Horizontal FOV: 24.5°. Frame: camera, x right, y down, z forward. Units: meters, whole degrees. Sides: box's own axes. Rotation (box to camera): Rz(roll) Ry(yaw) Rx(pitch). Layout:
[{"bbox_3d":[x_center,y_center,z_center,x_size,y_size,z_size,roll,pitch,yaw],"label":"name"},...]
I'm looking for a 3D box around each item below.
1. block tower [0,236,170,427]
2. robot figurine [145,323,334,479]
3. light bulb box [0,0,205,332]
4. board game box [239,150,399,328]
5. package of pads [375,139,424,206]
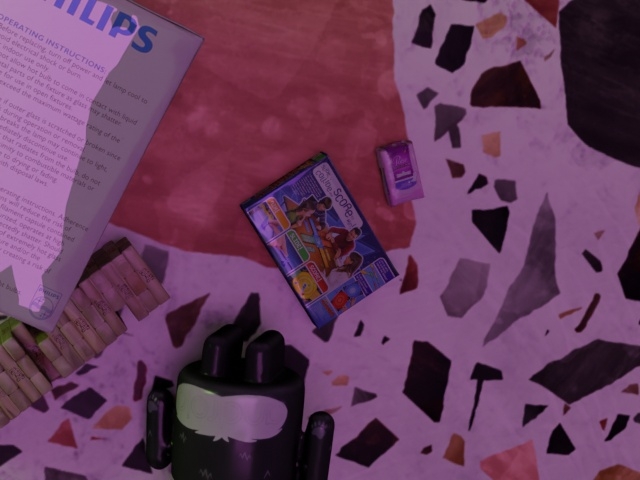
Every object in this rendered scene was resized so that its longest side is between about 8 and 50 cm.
[{"bbox_3d":[-0.356,0.133,1.879,0.335,0.091,0.097,-36,108,-6],"label":"block tower"},{"bbox_3d":[-0.109,0.255,1.938,0.174,0.209,0.278,-3,102,-38],"label":"robot figurine"},{"bbox_3d":[-0.345,-0.134,1.686,0.225,0.358,0.361,27,92,-22],"label":"light bulb box"},{"bbox_3d":[0.000,0.000,1.986,0.136,0.035,0.201,-33,108,-8],"label":"board game box"},{"bbox_3d":[0.108,-0.091,2.001,0.050,0.032,0.083,-18,106,-15],"label":"package of pads"}]
